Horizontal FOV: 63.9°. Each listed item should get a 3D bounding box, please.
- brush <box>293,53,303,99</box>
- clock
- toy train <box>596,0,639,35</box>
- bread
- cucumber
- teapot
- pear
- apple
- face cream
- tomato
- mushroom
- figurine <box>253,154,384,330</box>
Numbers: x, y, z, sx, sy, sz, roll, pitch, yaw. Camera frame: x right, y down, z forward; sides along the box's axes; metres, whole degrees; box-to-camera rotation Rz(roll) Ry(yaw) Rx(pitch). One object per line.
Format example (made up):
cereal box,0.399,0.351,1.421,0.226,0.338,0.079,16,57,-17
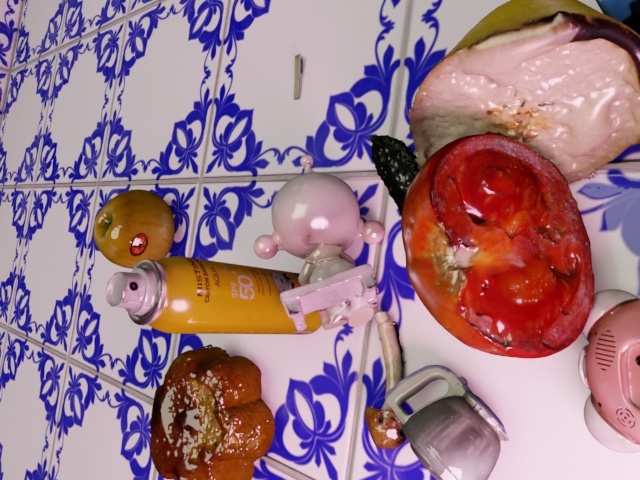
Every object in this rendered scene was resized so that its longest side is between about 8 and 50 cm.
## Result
brush,-0.042,-0.308,0.969,0.016,0.013,0.084,4,92,46
clock,0.323,0.127,0.495,0.162,0.092,0.166,-16,70,61
toy train,0.412,-0.290,0.457,0.300,0.188,0.265,-31,58,35
bread,-0.189,0.308,0.898,0.232,0.135,0.247,-3,77,28
cucumber,0.142,-0.046,0.716,0.072,0.072,0.300,-39,59,29
teapot,0.164,0.233,0.638,0.108,0.111,0.149,-41,21,-3
pear,0.228,-0.186,0.588,0.267,0.267,0.178,-17,52,38
apple,-0.416,-0.024,1.147,0.182,0.155,0.182,-9,77,42
face cream,-0.136,0.084,0.749,0.105,0.348,0.105,-9,76,40
tomato,0.177,0.010,0.562,0.139,0.200,0.233,-27,72,64
mushroom,0.092,0.196,0.729,0.061,0.060,0.187,-26,56,52
figurine,-0.007,-0.002,0.763,0.182,0.144,0.257,-26,61,15
